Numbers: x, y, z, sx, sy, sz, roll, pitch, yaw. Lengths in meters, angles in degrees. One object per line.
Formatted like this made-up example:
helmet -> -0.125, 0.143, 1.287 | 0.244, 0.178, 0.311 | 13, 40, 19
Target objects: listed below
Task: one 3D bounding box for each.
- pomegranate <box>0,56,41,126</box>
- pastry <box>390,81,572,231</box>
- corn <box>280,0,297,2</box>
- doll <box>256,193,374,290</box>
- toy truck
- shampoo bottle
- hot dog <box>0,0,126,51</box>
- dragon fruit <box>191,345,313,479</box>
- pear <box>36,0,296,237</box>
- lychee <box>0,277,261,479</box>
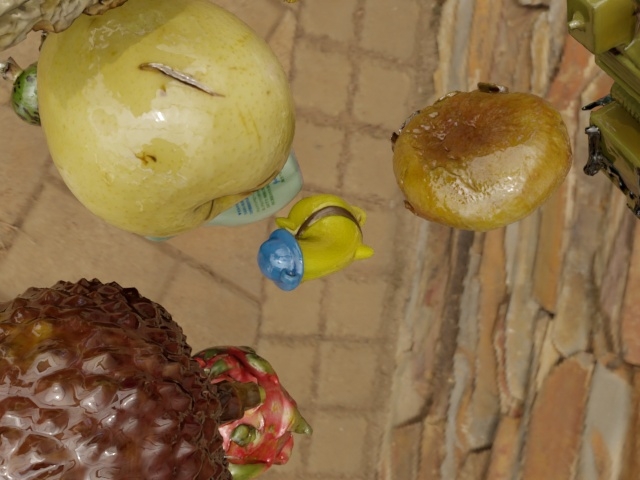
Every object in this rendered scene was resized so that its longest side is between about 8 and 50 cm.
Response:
pomegranate -> -0.516, -0.276, 1.575 | 0.161, 0.122, 0.122 | 36, 79, -14
pastry -> 0.305, -0.165, 1.700 | 0.356, 0.356, 0.164 | -38, 134, -19
corn -> -0.019, -0.309, 1.045 | 0.028, 0.083, 0.027 | 21, 52, -42
doll -> 0.000, 0.000, 1.671 | 0.199, 0.363, 0.145 | 19, 117, 11
toy truck -> 0.243, -0.092, 0.596 | 0.127, 0.127, 0.257 | -31, 141, -1
shampoo bottle -> -0.221, -0.114, 1.752 | 0.349, 0.151, 0.222 | -24, 110, -10
hot dog -> -0.311, -0.348, 0.699 | 0.365, 0.196, 0.367 | 39, 40, 6
dragon fruit -> -0.163, 0.306, 1.499 | 0.237, 0.303, 0.231 | -32, 72, -19
pear -> -0.186, -0.158, 1.063 | 0.309, 0.309, 0.309 | -3, 97, -27
lychee -> -0.191, 0.159, 0.677 | 0.304, 0.276, 0.276 | -18, 103, -19
